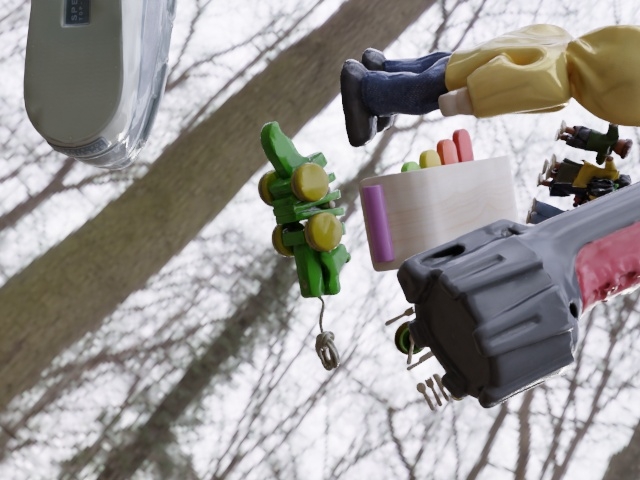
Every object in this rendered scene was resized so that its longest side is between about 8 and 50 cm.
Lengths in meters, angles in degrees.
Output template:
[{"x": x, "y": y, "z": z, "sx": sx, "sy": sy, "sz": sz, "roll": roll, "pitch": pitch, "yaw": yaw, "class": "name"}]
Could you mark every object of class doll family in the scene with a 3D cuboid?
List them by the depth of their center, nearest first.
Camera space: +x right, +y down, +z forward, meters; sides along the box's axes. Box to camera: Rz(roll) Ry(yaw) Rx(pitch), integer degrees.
[{"x": 0.331, "y": -0.065, "z": 1.516, "sx": 0.111, "sy": 0.076, "sz": 0.193, "roll": 14, "pitch": -34, "yaw": 1, "class": "doll family"}]

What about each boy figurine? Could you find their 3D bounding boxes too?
[{"x": 0.168, "y": -0.140, "z": 1.068, "sx": 0.285, "sy": 0.177, "sz": 0.092, "roll": -1, "pitch": -72, "yaw": 21, "class": "boy figurine"}]

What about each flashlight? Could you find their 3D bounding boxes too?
[{"x": 0.201, "y": 0.012, "z": 0.732, "sx": 0.103, "sy": 0.304, "sz": 0.103, "roll": 19, "pitch": -54, "yaw": 58, "class": "flashlight"}]

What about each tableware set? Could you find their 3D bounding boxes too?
[{"x": 0.161, "y": 0.148, "z": 1.616, "sx": 0.154, "sy": 0.104, "sz": 0.024, "roll": 62, "pitch": -7, "yaw": -14, "class": "tableware set"}]

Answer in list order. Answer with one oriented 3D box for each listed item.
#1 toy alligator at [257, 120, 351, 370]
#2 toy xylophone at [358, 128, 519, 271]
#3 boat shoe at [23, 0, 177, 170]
[{"x": 0.000, "y": 0.000, "z": 0.909, "sx": 0.056, "sy": 0.051, "sz": 0.190, "roll": -9, "pitch": -82, "yaw": 55, "class": "toy alligator"}, {"x": 0.166, "y": -0.069, "z": 1.555, "sx": 0.081, "sy": 0.322, "sz": 0.236, "roll": -8, "pitch": -95, "yaw": 35, "class": "toy xylophone"}, {"x": -0.122, "y": -0.150, "z": 0.699, "sx": 0.079, "sy": 0.227, "sz": 0.081, "roll": 2, "pitch": -14, "yaw": 10, "class": "boat shoe"}]
